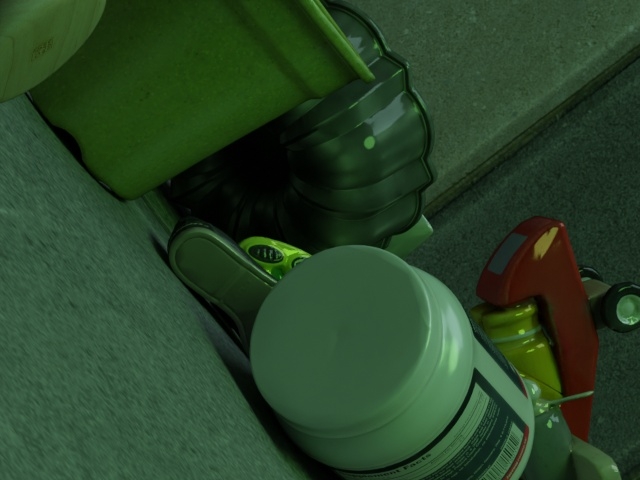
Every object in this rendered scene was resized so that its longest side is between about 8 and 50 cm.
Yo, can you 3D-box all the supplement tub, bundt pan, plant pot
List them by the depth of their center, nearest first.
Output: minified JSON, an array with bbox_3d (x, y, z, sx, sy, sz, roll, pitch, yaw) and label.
[{"bbox_3d":[0.067,0.134,1.701,0.191,0.191,0.272,55,5,35],"label":"supplement tub"},{"bbox_3d":[-0.132,-0.180,1.735,0.276,0.254,0.276,51,6,-7],"label":"plant pot"},{"bbox_3d":[-0.050,-0.103,1.959,0.331,0.331,0.124,52,46,-2],"label":"bundt pan"}]

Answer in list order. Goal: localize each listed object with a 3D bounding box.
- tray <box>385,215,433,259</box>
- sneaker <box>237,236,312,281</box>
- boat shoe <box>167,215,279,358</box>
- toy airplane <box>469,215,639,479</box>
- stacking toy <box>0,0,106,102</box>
[{"bbox_3d":[0.000,0.000,2.103,0.145,0.270,0.030,53,45,3],"label":"tray"},{"bbox_3d":[-0.015,0.094,1.953,0.123,0.109,0.295,15,-20,45],"label":"sneaker"},{"bbox_3d":[-0.065,0.052,1.772,0.206,0.075,0.065,45,10,-24],"label":"boat shoe"},{"bbox_3d":[0.216,0.213,2.197,0.386,0.272,0.384,117,-31,-49],"label":"toy airplane"},{"bbox_3d":[-0.310,-0.259,1.402,0.330,0.141,0.141,48,3,9],"label":"stacking toy"}]
